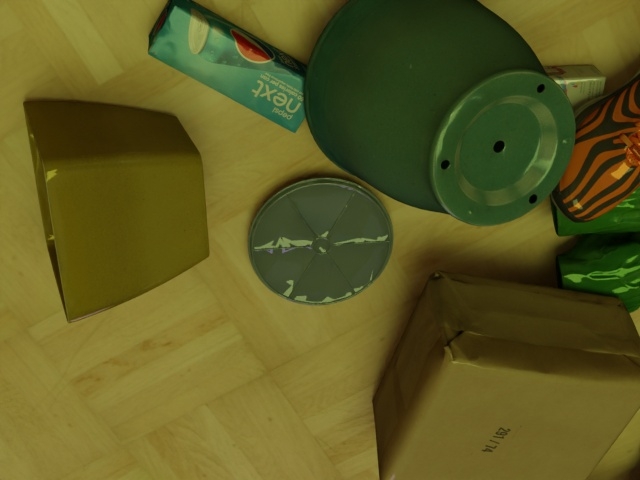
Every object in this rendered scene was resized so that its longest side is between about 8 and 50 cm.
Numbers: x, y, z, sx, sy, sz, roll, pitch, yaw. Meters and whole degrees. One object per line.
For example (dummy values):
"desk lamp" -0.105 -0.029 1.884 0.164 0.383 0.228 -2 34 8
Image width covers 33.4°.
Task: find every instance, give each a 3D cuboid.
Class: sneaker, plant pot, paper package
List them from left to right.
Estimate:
"plant pot" -0.247 -0.054 1.316 0.187 0.212 0.212 -11 120 -16
"plant pot" 0.154 -0.148 1.246 0.272 0.255 0.271 -12 120 -21
"paper package" 0.256 0.220 1.499 0.310 0.168 0.324 9 133 -12
"sneaker" 0.423 -0.150 1.301 0.124 0.180 0.321 45 78 -16

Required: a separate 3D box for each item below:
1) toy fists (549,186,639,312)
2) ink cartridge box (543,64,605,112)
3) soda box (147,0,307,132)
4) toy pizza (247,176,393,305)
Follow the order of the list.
"toy fists" 0.399 -0.009 1.485 0.142 0.096 0.279 -7 121 7
"ink cartridge box" 0.303 -0.180 1.400 0.123 0.052 0.088 -3 119 -5
"soda box" -0.105 -0.219 1.314 0.210 0.067 0.071 26 112 -21
"toy pizza" 0.000 0.000 1.468 0.201 0.032 0.201 -3 120 -5
